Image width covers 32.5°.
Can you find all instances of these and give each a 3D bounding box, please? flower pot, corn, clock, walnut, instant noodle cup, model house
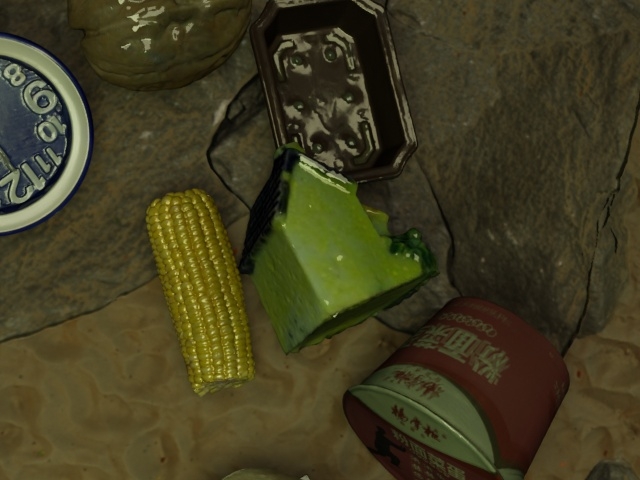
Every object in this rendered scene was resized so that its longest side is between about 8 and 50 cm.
[{"bbox_3d":[0.010,-0.181,1.379,0.179,0.084,0.250,-11,83,-14],"label":"flower pot"},{"bbox_3d":[-0.138,0.058,1.299,0.093,0.093,0.244,-15,85,-14],"label":"corn"},{"bbox_3d":[-0.379,-0.122,1.248,0.231,0.083,0.230,-6,105,-24],"label":"clock"},{"bbox_3d":[-0.184,-0.272,1.317,0.230,0.178,0.178,-24,85,-19],"label":"walnut"},{"bbox_3d":[0.166,0.188,1.280,0.235,0.235,0.178,42,64,-2],"label":"instant noodle cup"},{"bbox_3d":[0.000,0.000,1.289,0.170,0.194,0.211,-24,78,-23],"label":"model house"}]

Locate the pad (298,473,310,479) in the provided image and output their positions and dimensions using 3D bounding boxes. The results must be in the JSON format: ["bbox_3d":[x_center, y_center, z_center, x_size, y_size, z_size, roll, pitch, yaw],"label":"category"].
[{"bbox_3d":[-0.069,0.378,1.299,0.190,0.004,0.127,-26,85,-14],"label":"pad"}]

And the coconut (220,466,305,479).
[{"bbox_3d":[-0.045,0.361,1.176,0.234,0.224,0.224,25,72,33],"label":"coconut"}]
